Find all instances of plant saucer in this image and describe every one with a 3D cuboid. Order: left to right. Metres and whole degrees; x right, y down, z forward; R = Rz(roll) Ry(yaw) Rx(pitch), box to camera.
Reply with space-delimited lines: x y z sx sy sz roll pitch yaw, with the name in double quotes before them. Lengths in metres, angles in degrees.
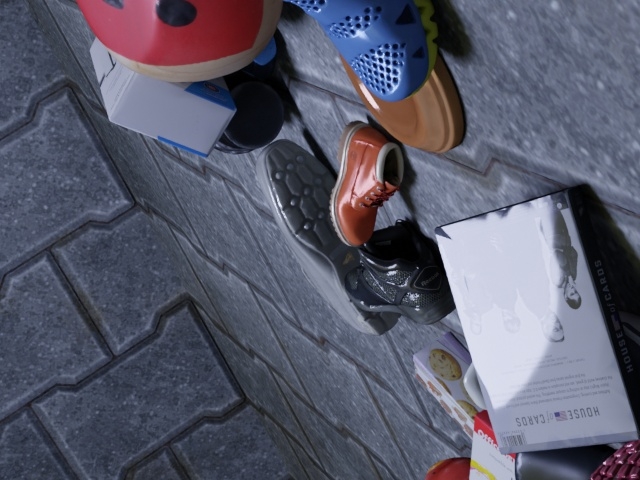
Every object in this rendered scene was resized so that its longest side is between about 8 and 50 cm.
"plant saucer" 0.076 -0.174 1.466 0.200 0.037 0.200 52 166 19

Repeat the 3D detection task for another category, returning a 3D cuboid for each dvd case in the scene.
"dvd case" 0.209 0.082 1.331 0.179 0.029 0.239 -17 90 49

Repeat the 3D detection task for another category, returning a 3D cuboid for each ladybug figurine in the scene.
"ladybug figurine" -0.190 -0.352 1.559 0.305 0.162 0.449 26 143 28

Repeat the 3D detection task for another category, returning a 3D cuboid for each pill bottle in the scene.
"pill bottle" -0.132 -0.187 1.959 0.123 0.122 0.219 62 165 -20

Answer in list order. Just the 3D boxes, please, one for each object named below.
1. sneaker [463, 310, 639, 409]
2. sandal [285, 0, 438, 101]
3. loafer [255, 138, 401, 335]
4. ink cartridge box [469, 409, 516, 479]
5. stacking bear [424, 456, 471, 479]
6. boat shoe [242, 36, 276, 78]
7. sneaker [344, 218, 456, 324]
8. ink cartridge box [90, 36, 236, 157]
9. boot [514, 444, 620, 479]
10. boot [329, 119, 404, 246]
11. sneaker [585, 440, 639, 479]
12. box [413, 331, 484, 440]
"sneaker" 0.255 0.149 1.412 0.126 0.127 0.321 60 164 -7
"sandal" -0.011 -0.262 1.314 0.317 0.138 0.126 55 143 -5
"loafer" 0.000 0.000 1.957 0.319 0.112 0.111 60 157 -16
"ink cartridge box" 0.249 0.282 1.661 0.134 0.078 0.231 35 134 45
"stacking bear" 0.216 0.436 2.138 0.164 0.175 0.289 49 157 34
"boat shoe" -0.158 -0.300 1.834 0.258 0.109 0.089 53 169 23
"sneaker" 0.086 0.030 1.797 0.130 0.087 0.227 62 162 -16
"ink cartridge box" -0.210 -0.213 1.822 0.148 0.086 0.203 20 -155 -27
"boot" 0.322 0.311 1.487 0.207 0.094 0.247 2 121 48
"boot" 0.059 -0.057 1.665 0.084 0.059 0.158 29 125 43
"sneaker" 0.353 0.259 1.265 0.299 0.121 0.112 4 132 58
"box" 0.243 0.255 1.807 0.324 0.067 0.063 49 164 31
